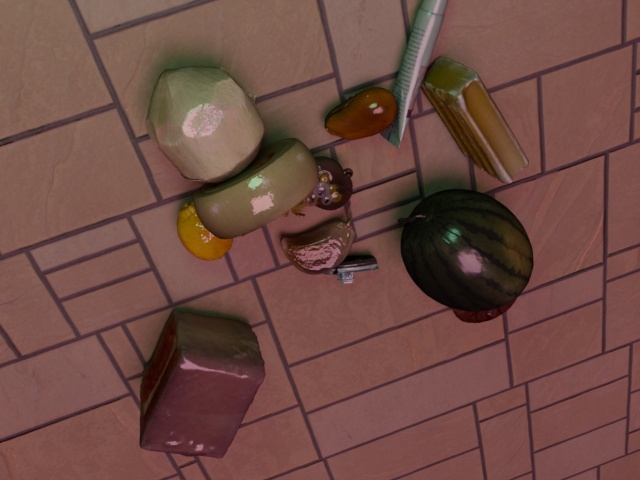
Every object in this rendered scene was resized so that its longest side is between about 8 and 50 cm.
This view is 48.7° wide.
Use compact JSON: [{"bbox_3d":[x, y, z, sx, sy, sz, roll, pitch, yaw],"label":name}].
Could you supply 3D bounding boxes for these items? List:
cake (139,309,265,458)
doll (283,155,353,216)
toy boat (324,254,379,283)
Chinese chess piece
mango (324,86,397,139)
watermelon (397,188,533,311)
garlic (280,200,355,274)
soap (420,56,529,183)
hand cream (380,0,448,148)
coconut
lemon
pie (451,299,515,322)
[{"bbox_3d":[-0.293,0.344,1.719,0.230,0.237,0.309,17,115,-27],"label":"cake"},{"bbox_3d":[-0.009,-0.108,1.599,0.145,0.096,0.188,28,121,-23],"label":"doll"},{"bbox_3d":[0.075,0.073,1.761,0.140,0.059,0.066,-5,107,-11],"label":"toy boat"},{"bbox_3d":[-0.132,-0.109,1.449,0.273,0.273,0.102,-30,107,3],"label":"Chinese chess piece"},{"bbox_3d":[0.090,-0.273,1.526,0.159,0.084,0.105,-14,143,19],"label":"mango"},{"bbox_3d":[0.338,0.020,1.673,0.359,0.279,0.279,34,108,-33],"label":"watermelon"},{"bbox_3d":[0.012,0.003,1.684,0.198,0.090,0.129,-27,114,7],"label":"garlic"},{"bbox_3d":[0.336,-0.262,1.553,0.089,0.173,0.274,-42,126,2],"label":"soap"},{"bbox_3d":[0.192,-0.363,1.501,0.058,0.085,0.331,2,119,-33],"label":"hand cream"},{"bbox_3d":[-0.228,-0.235,1.370,0.224,0.224,0.234,-23,127,-2],"label":"coconut"},{"bbox_3d":[-0.257,-0.022,1.562,0.114,0.114,0.155,-31,125,5],"label":"lemon"},{"bbox_3d":[0.449,0.135,1.928,0.218,0.054,0.204,-14,125,-11],"label":"pie"}]
